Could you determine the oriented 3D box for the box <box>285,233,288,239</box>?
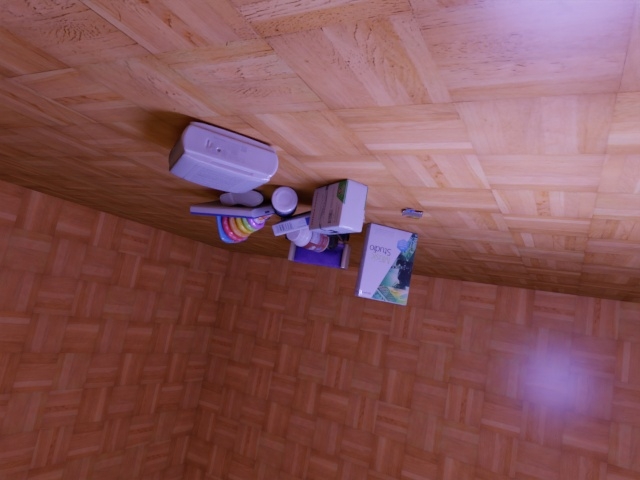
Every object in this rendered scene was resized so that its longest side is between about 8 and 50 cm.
[{"bbox_3d":[-0.142,-0.030,2.497,0.083,0.062,0.052,5,172,27],"label":"box"}]

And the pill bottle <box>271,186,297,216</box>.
[{"bbox_3d":[-0.133,-0.135,1.692,0.094,0.094,0.169,11,171,-3],"label":"pill bottle"}]

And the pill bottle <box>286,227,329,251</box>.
[{"bbox_3d":[-0.065,-0.020,2.274,0.121,0.121,0.216,3,169,40],"label":"pill bottle"}]

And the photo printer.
[{"bbox_3d":[-0.287,-0.218,1.289,0.256,0.107,0.307,15,171,-24],"label":"photo printer"}]

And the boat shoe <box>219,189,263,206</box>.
[{"bbox_3d":[-0.302,-0.178,1.808,0.206,0.075,0.065,0,-151,30],"label":"boat shoe"}]

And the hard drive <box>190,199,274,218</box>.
[{"bbox_3d":[-0.351,-0.133,1.910,0.318,0.040,0.210,6,-166,28],"label":"hard drive"}]

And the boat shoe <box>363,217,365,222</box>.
[{"bbox_3d":[0.098,-0.081,1.789,0.152,0.048,0.056,-10,178,13],"label":"boat shoe"}]

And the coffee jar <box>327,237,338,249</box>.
[{"bbox_3d":[0.000,0.000,2.470,0.184,0.079,0.096,7,171,20],"label":"coffee jar"}]

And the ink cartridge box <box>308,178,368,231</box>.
[{"bbox_3d":[0.054,-0.102,1.492,0.086,0.153,0.208,14,172,-28],"label":"ink cartridge box"}]

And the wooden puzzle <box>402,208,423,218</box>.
[{"bbox_3d":[0.332,-0.098,1.653,0.078,0.014,0.116,6,171,3],"label":"wooden puzzle"}]

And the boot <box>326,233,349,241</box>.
[{"bbox_3d":[0.066,-0.035,2.154,0.106,0.082,0.219,5,172,16],"label":"boot"}]

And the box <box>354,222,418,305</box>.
[{"bbox_3d":[0.287,0.105,1.992,0.232,0.322,0.058,12,175,-15],"label":"box"}]

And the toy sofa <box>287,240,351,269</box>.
[{"bbox_3d":[-0.012,0.072,2.723,0.362,0.150,0.177,8,172,19],"label":"toy sofa"}]

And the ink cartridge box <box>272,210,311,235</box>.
[{"bbox_3d":[-0.047,-0.085,1.730,0.223,0.045,0.224,-14,-171,14],"label":"ink cartridge box"}]

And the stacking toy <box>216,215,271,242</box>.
[{"bbox_3d":[-0.313,-0.099,2.067,0.301,0.166,0.175,-16,173,35],"label":"stacking toy"}]

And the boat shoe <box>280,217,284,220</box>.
[{"bbox_3d":[-0.165,-0.096,2.176,0.048,0.042,0.133,-13,179,-16],"label":"boat shoe"}]
